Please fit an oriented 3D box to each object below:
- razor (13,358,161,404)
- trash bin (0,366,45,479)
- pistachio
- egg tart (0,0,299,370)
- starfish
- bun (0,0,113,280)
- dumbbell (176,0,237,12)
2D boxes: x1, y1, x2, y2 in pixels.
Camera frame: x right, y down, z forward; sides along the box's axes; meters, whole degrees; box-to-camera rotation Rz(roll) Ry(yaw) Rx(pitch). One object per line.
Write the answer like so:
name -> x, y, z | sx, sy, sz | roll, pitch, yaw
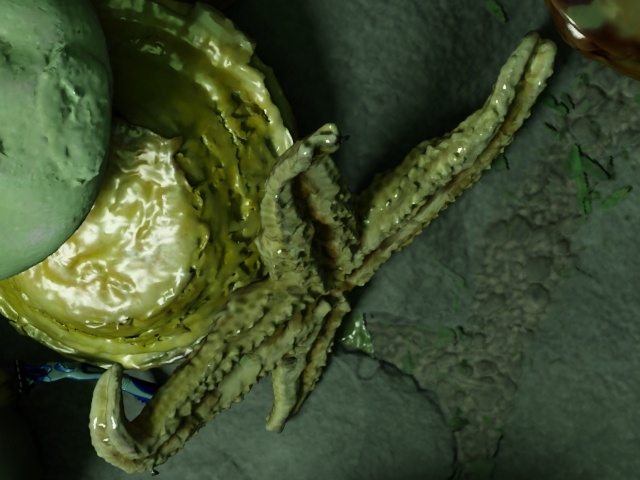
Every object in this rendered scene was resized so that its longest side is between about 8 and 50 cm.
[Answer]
razor -> -0.186, 0.124, 1.268 | 0.155, 0.044, 0.028 | 15, 117, -25
trash bin -> -0.374, 0.156, 1.230 | 0.334, 0.214, 0.214 | 40, 100, 6
pistachio -> 0.242, -0.199, 1.172 | 0.210, 0.130, 0.165 | 46, 59, -3
egg tart -> -0.171, -0.037, 1.201 | 0.341, 0.132, 0.341 | 2, 111, 5
starfish -> 0.000, 0.000, 1.151 | 0.082, 0.324, 0.432 | 46, 110, 23
bun -> -0.299, -0.099, 1.046 | 0.293, 0.187, 0.293 | 6, 103, 27
dumbbell -> -0.028, -0.265, 1.199 | 0.231, 0.092, 0.082 | -26, 68, 7
